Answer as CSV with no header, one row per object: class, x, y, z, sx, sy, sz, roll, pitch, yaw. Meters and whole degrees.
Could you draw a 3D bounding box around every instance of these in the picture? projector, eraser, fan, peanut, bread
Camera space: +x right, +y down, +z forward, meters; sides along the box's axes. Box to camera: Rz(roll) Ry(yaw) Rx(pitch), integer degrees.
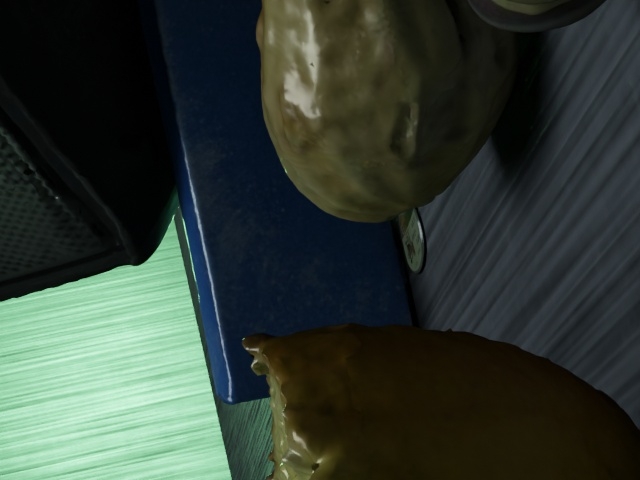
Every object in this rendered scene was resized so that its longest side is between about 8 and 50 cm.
projector,-0.246,-0.224,1.275,0.405,0.242,0.395,54,-142,-31
eraser,-0.031,-0.052,1.207,0.043,0.144,0.311,155,103,-69
fan,0.057,-0.011,1.170,0.080,0.003,0.060,-112,15,-47
peanut,0.028,-0.130,0.824,0.130,0.130,0.290,-114,15,-53
bread,0.076,0.169,0.736,0.340,0.179,0.194,86,171,-51

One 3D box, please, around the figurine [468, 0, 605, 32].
figurine,0.037,-0.201,0.531,0.380,0.203,0.248,71,-170,-64
